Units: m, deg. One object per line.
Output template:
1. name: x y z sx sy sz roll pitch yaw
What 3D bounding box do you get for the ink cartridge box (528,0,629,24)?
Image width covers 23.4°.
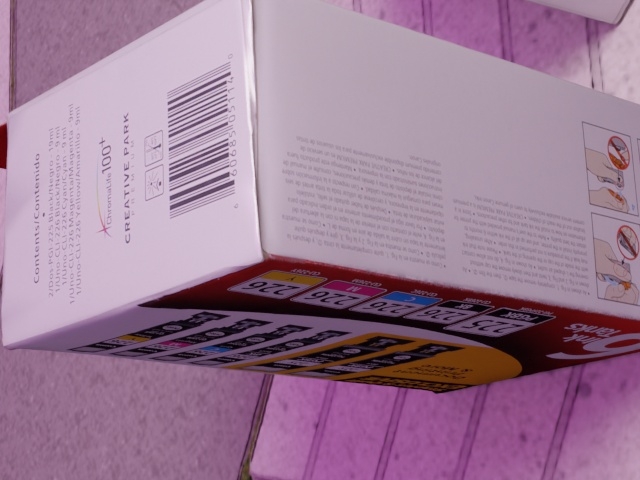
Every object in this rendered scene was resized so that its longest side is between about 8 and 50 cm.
1. ink cartridge box: 0.066 -0.206 0.856 0.158 0.217 0.092 44 120 45

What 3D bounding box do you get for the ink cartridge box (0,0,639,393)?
1. ink cartridge box: 0.000 0.000 0.817 0.271 0.309 0.130 -19 68 46
